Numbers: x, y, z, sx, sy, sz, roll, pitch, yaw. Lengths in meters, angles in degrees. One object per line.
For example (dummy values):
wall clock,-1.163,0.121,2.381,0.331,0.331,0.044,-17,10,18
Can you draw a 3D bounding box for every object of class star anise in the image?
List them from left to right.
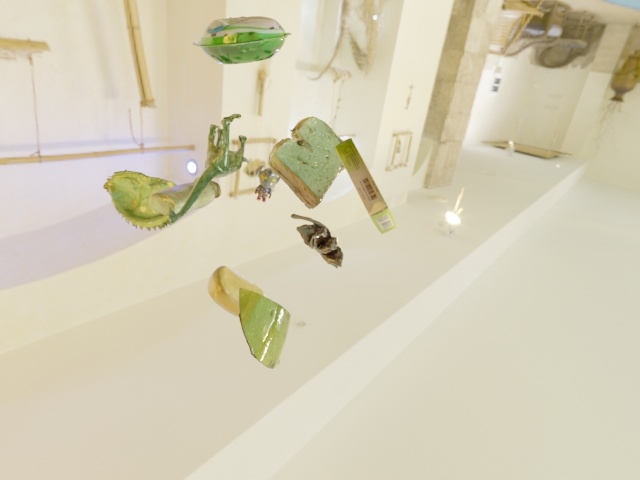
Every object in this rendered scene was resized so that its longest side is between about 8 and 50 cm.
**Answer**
star anise,0.000,-0.001,1.346,0.089,0.231,0.209,-43,-146,-14

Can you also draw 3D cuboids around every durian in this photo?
durian,-0.702,-0.158,1.610,0.394,0.198,0.163,21,-138,9

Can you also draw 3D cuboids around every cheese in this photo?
cheese,-0.175,-0.440,0.877,0.204,0.083,0.320,-13,-148,-11

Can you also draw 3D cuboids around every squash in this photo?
squash,-0.114,0.214,0.994,0.085,0.192,0.184,-26,-129,12

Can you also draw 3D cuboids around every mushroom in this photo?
mushroom,-0.397,-0.131,1.215,0.100,0.081,0.312,16,-161,5

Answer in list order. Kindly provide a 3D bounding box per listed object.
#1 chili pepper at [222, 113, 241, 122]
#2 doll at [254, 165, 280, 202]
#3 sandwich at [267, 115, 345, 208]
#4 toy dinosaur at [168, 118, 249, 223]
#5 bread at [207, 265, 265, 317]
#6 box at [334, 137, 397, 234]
chili pepper,-0.259,-0.360,1.182,0.083,0.027,0.022,4,159,45
doll,-0.252,-0.276,1.894,0.104,0.194,0.062,16,171,6
sandwich,-0.032,-0.291,1.433,0.249,0.095,0.273,43,-118,-11
toy dinosaur,-0.278,-0.171,1.131,0.087,0.300,0.447,3,176,12
bread,-0.273,0.180,1.304,0.217,0.098,0.147,39,-164,-29
box,0.140,-0.161,1.225,0.260,0.062,0.175,67,-169,23
